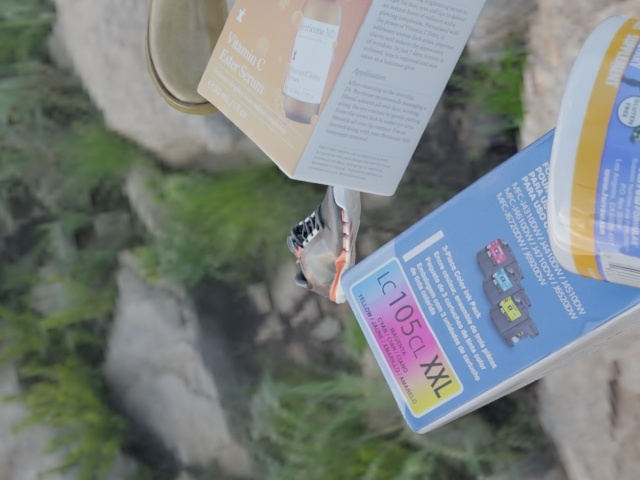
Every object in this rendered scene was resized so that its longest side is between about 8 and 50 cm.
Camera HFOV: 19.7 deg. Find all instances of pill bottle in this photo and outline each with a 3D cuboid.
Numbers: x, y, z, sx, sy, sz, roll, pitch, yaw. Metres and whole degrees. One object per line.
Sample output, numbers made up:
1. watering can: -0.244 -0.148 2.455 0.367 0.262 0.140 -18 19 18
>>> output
1. pill bottle: 0.272 -0.030 0.988 0.272 0.152 0.152 11 108 22

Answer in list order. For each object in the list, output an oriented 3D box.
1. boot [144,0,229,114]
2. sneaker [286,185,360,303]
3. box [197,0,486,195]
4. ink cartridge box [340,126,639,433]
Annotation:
1. boot: -0.127 -0.276 1.703 0.269 0.089 0.236 98 164 -67
2. sneaker: 0.000 0.000 1.681 0.065 0.061 0.158 10 137 5
3. box: 0.015 -0.136 1.199 0.130 0.091 0.170 42 115 45
4. ink cartridge box: 0.246 -0.023 1.384 0.395 0.270 0.151 -33 80 41
